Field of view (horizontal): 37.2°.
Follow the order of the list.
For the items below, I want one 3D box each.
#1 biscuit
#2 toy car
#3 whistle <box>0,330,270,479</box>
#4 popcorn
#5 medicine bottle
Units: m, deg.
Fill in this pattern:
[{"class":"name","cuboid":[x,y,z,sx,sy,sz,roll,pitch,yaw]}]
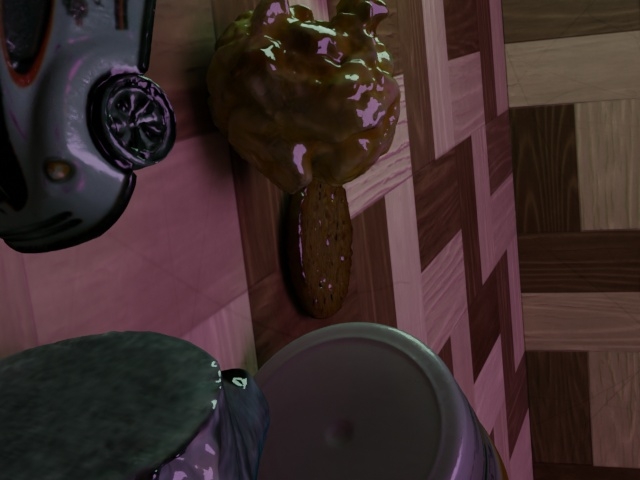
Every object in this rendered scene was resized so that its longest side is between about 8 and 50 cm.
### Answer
[{"class":"biscuit","cuboid":[-0.001,0.000,1.118,0.188,0.027,0.188,-1,90,-71]},{"class":"toy car","cuboid":[-0.165,-0.148,0.560,0.125,0.136,0.306,16,71,-46]},{"class":"whistle","cuboid":[-0.132,0.195,0.473,0.405,0.188,0.168,-82,164,-67]},{"class":"popcorn","cuboid":[-0.011,-0.141,0.897,0.167,0.185,0.187,-83,157,-75]},{"class":"medicine bottle","cuboid":[0.055,0.233,0.950,0.232,0.238,0.238,57,37,-53]}]
